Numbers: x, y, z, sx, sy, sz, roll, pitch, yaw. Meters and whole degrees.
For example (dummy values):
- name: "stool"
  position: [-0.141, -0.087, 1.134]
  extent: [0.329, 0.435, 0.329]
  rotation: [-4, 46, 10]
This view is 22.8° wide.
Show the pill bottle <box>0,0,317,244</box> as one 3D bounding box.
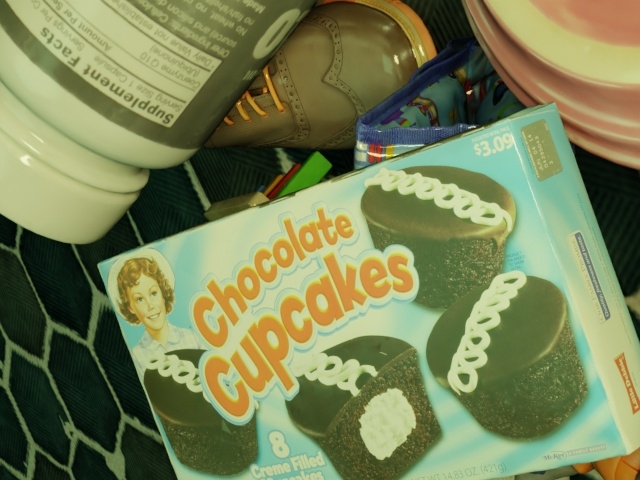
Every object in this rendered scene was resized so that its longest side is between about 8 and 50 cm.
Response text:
- name: "pill bottle"
  position: [-0.126, -0.184, 1.174]
  extent: [0.361, 0.204, 0.204]
  rotation: [-49, 64, 19]

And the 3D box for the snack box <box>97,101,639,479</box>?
- name: "snack box"
  position: [0.023, 0.056, 0.927]
  extent: [0.322, 0.060, 0.187]
  rotation: [-18, 93, 38]

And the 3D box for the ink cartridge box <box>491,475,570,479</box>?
- name: "ink cartridge box"
  position: [0.122, 0.267, 1.335]
  extent: [0.207, 0.117, 0.283]
  rotation: [6, 116, 55]

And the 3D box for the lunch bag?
- name: "lunch bag"
  position: [0.100, -0.008, 1.090]
  extent: [0.138, 0.293, 0.221]
  rotation: [5, 109, 7]

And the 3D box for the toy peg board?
- name: "toy peg board"
  position: [0.000, 0.000, 1.360]
  extent: [0.161, 0.079, 0.160]
  rotation: [44, 166, -11]

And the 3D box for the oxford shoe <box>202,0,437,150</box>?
- name: "oxford shoe"
  position: [-0.038, -0.119, 1.301]
  extent: [0.363, 0.132, 0.130]
  rotation: [-3, 108, 57]

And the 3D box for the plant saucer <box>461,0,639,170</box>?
- name: "plant saucer"
  position: [0.193, -0.199, 0.817]
  extent: [0.332, 0.084, 0.332]
  rotation: [-2, 88, 39]

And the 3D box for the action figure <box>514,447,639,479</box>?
- name: "action figure"
  position: [0.275, 0.186, 0.936]
  extent: [0.341, 0.178, 0.330]
  rotation: [39, 168, 0]

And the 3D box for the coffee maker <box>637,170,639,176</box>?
- name: "coffee maker"
  position: [0.218, -0.130, 0.924]
  extent: [0.178, 0.120, 0.171]
  rotation: [57, 147, 12]
